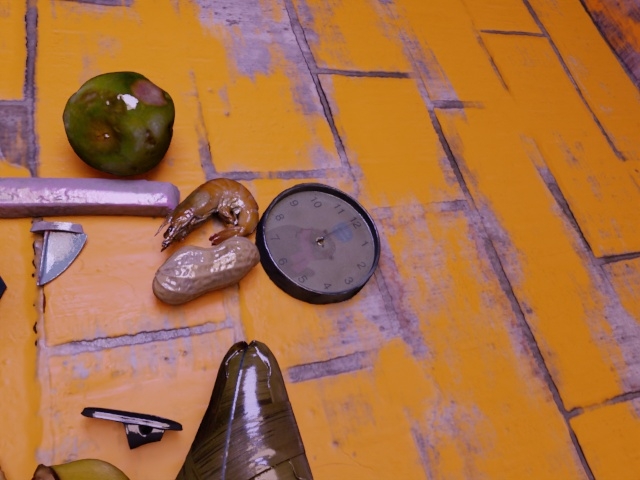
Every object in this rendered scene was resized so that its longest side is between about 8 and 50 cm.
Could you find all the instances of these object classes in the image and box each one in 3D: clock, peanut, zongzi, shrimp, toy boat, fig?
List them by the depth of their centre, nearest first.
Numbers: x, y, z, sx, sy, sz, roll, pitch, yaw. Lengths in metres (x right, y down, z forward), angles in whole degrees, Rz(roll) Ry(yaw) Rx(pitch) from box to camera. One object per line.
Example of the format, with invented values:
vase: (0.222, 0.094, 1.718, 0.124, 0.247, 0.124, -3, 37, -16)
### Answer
zongzi: (-0.183, 0.334, 0.768, 0.300, 0.138, 0.286, -19, 61, -6)
toy boat: (-0.480, 0.026, 0.873, 0.096, 0.034, 0.122, 2, 71, -19)
peanut: (-0.215, 0.053, 0.914, 0.214, 0.090, 0.098, -18, 72, -29)
shrimp: (-0.226, -0.045, 0.977, 0.150, 0.068, 0.249, 44, 50, 9)
fig: (-0.378, -0.249, 0.986, 0.206, 0.206, 0.275, 24, 25, -6)
clock: (0.000, 0.000, 1.041, 0.280, 0.055, 0.280, 8, 61, -15)

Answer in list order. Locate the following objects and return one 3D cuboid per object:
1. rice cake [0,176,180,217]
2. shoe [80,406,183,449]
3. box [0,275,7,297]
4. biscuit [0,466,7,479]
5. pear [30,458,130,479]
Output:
rice cake: (-0.457, -0.084, 0.921, 0.365, 0.056, 0.072, 0, 61, -21)
shoe: (-0.305, 0.304, 0.768, 0.159, 0.062, 0.053, 17, 72, -11)
box: (-0.638, 0.022, 0.675, 0.279, 0.261, 0.116, 17, 56, -11)
biscuit: (-0.561, 0.391, 0.640, 0.254, 0.035, 0.254, 9, 59, -16)
pear: (-0.257, 0.469, 0.576, 0.191, 0.340, 0.386, 19, 45, -47)
